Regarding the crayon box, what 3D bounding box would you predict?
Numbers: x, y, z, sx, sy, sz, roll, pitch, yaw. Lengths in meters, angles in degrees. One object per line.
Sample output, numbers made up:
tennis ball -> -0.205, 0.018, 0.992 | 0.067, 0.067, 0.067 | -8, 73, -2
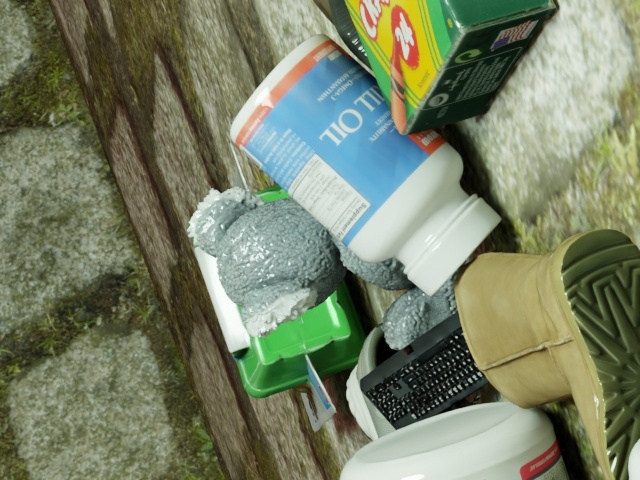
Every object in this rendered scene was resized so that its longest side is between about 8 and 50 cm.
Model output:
crayon box -> 0.060, -0.266, 1.201 | 0.202, 0.081, 0.318 | 116, 135, -69

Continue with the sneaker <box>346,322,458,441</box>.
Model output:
sneaker -> 0.100, 0.194, 1.543 | 0.108, 0.100, 0.271 | 95, 154, -43

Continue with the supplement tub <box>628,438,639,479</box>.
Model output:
supplement tub -> 0.265, 0.195, 0.865 | 0.144, 0.144, 0.199 | -177, 70, -74

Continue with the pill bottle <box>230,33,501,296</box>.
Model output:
pill bottle -> 0.042, -0.060, 1.302 | 0.221, 0.124, 0.124 | 42, 161, 3

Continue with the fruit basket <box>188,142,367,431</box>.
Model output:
fruit basket -> -0.063, 0.073, 1.861 | 0.353, 0.166, 0.327 | 127, 125, -76

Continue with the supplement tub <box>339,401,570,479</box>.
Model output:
supplement tub -> 0.141, 0.290, 1.313 | 0.191, 0.191, 0.272 | 171, 81, -75

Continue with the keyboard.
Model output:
keyboard -> 0.108, 0.139, 1.420 | 0.100, 0.038, 0.192 | 44, 142, -3

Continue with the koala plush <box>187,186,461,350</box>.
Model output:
koala plush -> 0.000, 0.000, 1.437 | 0.203, 0.221, 0.196 | 90, 157, -48

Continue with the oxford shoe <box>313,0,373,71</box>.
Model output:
oxford shoe -> 0.046, -0.206, 1.360 | 0.227, 0.083, 0.096 | 58, -177, 35

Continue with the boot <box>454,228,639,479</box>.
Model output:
boot -> 0.195, 0.108, 1.152 | 0.269, 0.089, 0.236 | 144, 111, -77
